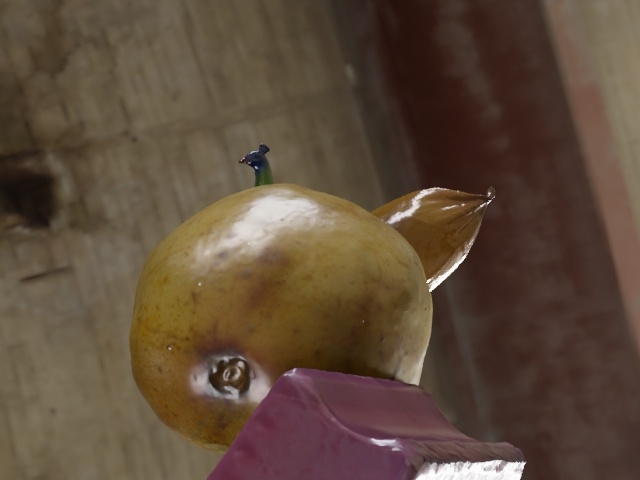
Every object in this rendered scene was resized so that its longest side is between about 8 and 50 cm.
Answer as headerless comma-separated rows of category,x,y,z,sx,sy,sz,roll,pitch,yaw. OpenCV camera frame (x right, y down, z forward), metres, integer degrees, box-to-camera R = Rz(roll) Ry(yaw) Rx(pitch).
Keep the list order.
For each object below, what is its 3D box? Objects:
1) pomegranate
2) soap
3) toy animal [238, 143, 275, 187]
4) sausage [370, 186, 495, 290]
pomegranate,-0.032,0.071,1.559,0.260,0.260,0.260,26,-123,-49
soap,0.015,0.224,1.341,0.233,0.128,0.359,-57,-18,4
toy animal,-0.014,0.010,1.775,0.217,0.075,0.041,50,-173,1
sausage,0.048,0.035,1.968,0.112,0.328,0.112,55,-169,-16
